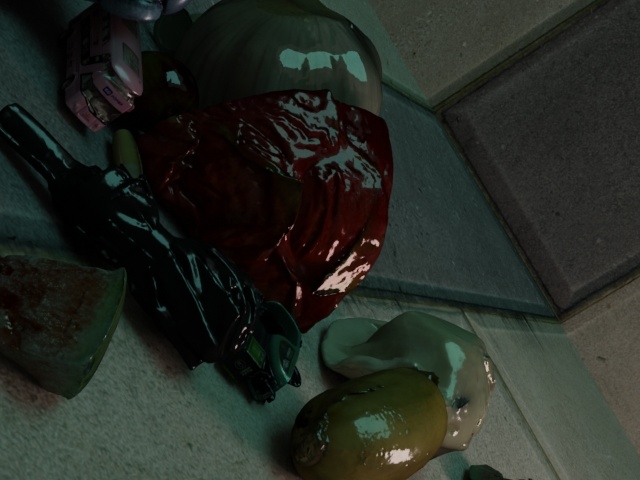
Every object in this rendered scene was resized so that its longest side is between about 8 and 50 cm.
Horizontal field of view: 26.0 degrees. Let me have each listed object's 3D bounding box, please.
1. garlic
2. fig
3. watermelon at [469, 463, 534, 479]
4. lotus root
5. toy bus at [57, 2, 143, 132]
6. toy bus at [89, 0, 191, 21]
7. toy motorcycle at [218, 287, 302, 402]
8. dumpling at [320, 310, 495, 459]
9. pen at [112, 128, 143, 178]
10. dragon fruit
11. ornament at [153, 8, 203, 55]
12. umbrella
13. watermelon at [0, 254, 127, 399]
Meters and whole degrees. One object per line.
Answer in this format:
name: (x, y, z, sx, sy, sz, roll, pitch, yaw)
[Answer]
garlic: (-0.060, -0.212, 1.911, 0.317, 0.259, 0.317, 19, 16, -6)
fig: (-0.215, -0.189, 1.689, 0.154, 0.103, 0.109, 39, -21, 38)
watermelon: (0.263, 0.373, 2.092, 0.155, 0.080, 0.101, -4, 51, -55)
lotus root: (0.063, 0.222, 1.599, 0.303, 0.146, 0.131, -11, 84, -63)
toy bus: (-0.255, -0.211, 1.614, 0.063, 0.090, 0.203, 47, 19, -34)
toy bus: (-0.266, -0.385, 1.623, 0.294, 0.197, 0.232, 10, 16, -10)
toy motorcycle: (-0.061, 0.118, 1.590, 0.100, 0.058, 0.173, 53, 22, -18)
dumpling: (0.117, 0.188, 1.900, 0.242, 0.187, 0.318, 23, 11, 13)
pen: (-0.206, -0.041, 1.541, 0.040, 0.032, 0.233, 75, -1, -48)
dragon fruit: (-0.096, -0.044, 1.714, 0.330, 0.240, 0.302, 19, 65, -33)
ornament: (-0.188, -0.304, 2.046, 0.156, 0.081, 0.075, -13, 114, -71)
umbrella: (-0.199, -0.009, 1.397, 0.340, 0.118, 0.118, 44, 18, -11)
watermelon: (-0.227, 0.060, 1.140, 0.158, 0.121, 0.098, 45, 40, -24)
